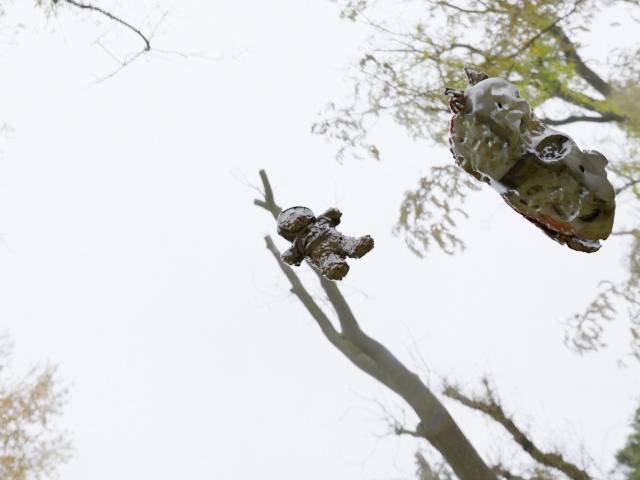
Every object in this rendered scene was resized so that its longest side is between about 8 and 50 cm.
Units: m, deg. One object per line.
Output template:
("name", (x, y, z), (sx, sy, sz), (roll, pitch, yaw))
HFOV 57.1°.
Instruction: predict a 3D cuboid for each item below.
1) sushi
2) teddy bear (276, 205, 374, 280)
("sushi", (0.315, -0.124, 0.889), (0.124, 0.332, 0.130), (-42, -13, -40))
("teddy bear", (0.004, 0.007, 0.856), (0.119, 0.160, 0.078), (-42, -39, -18))
